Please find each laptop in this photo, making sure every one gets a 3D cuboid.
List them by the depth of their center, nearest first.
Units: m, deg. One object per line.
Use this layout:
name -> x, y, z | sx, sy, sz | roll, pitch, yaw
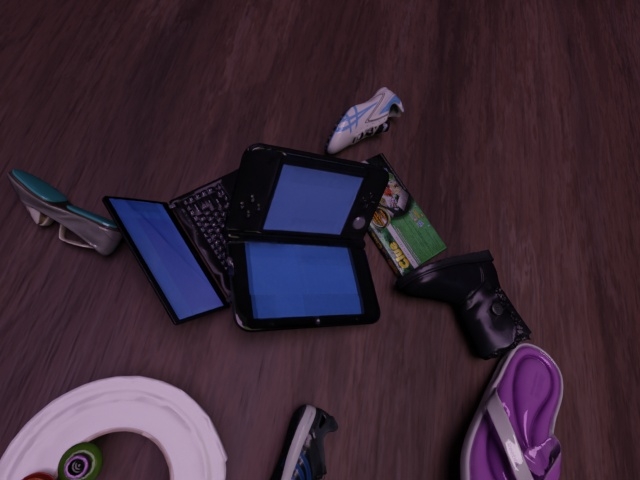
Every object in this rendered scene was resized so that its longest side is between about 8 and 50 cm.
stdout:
laptop -> -0.180, -0.013, 0.706 | 0.264, 0.136, 0.234 | -30, 81, -21

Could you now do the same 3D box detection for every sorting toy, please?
sorting toy -> -0.315, 0.293, 0.489 | 0.102, 0.042, 0.061 | -32, 81, -25

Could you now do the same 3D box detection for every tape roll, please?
tape roll -> -0.276, 0.335, 0.563 | 0.286, 0.100, 0.286 | 6, 67, -14

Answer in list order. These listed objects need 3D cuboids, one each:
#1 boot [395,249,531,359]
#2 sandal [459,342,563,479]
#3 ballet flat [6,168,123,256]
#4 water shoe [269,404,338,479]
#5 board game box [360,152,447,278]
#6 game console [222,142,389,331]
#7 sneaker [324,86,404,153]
boot -> 0.291, 0.137, 0.813 | 0.246, 0.094, 0.207 | -10, 69, -26
sandal -> 0.349, 0.336, 0.704 | 0.169, 0.102, 0.416 | 27, 48, 6
ballet flat -> -0.436, -0.041, 0.682 | 0.213, 0.072, 0.068 | 30, 94, -1
water shoe -> -0.029, 0.368, 0.640 | 0.080, 0.073, 0.203 | 26, 65, -8
board game box -> 0.150, -0.059, 0.885 | 0.136, 0.030, 0.259 | -26, 79, -26
game console -> 0.000, 0.000, 0.700 | 0.293, 0.250, 0.173 | 3, 32, -32
sneaker -> 0.102, -0.263, 0.918 | 0.086, 0.085, 0.237 | 44, 65, 8
